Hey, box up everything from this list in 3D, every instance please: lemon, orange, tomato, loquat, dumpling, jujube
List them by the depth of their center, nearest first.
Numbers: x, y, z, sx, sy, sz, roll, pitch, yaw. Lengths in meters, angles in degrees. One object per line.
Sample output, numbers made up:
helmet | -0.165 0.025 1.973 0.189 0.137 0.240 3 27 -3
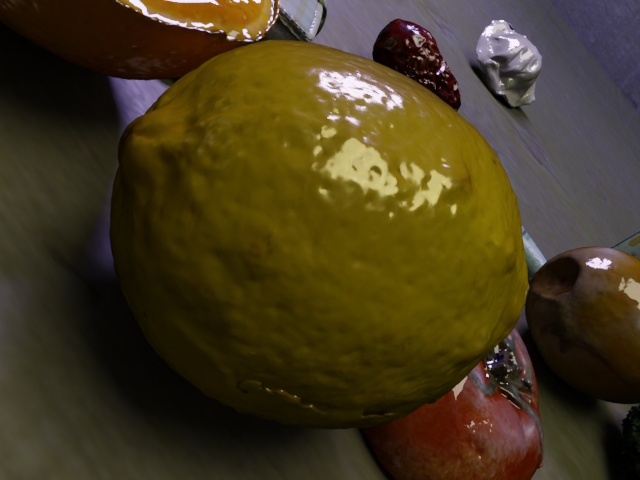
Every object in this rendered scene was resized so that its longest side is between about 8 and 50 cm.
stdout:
lemon | -0.002 -0.001 0.448 0.284 0.260 0.260 1 59 -53
orange | -0.183 -0.273 0.494 0.274 0.274 0.310 -56 139 -54
tomato | 0.130 0.125 0.619 0.237 0.095 0.237 30 40 -29
loquat | 0.358 0.109 0.822 0.227 0.179 0.179 41 36 -21
jujube | 0.145 -0.244 0.968 0.166 0.104 0.104 43 35 -15
dumpling | 0.378 -0.349 1.333 0.127 0.108 0.188 -44 113 -33

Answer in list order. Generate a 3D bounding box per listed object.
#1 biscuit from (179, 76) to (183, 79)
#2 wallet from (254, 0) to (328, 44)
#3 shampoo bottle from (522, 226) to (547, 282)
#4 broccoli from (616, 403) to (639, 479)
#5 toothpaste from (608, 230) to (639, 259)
biscuit | -0.111 -0.171 0.679 0.147 0.018 0.071 28 42 -29
wallet | -0.080 -0.355 0.841 0.223 0.077 0.309 34 37 -18
shampoo bottle | 0.271 -0.010 0.946 0.191 0.041 0.069 53 29 2
broccoli | 0.463 0.279 0.800 0.198 0.226 0.176 2 74 -20
toothpaste | 0.496 0.002 0.952 0.089 0.313 0.071 -12 68 -51
